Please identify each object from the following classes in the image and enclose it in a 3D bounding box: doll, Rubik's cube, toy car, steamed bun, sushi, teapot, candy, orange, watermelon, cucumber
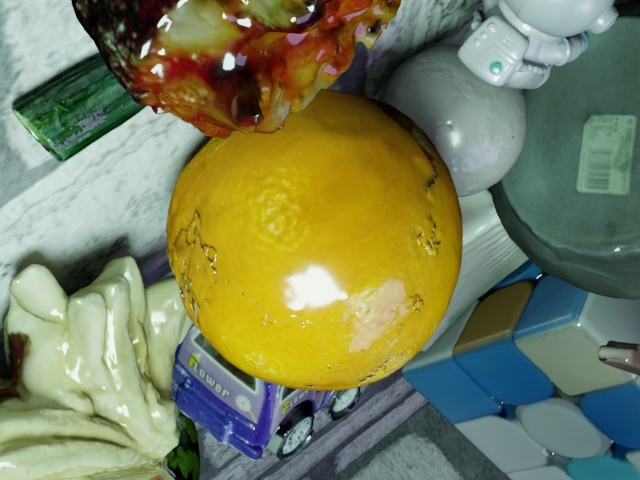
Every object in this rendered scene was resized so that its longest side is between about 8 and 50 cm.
[{"bbox_3d":[0.163,-0.169,1.156,0.151,0.151,0.287,-18,150,-52],"label":"doll"},{"bbox_3d":[0.385,0.133,1.752,0.346,0.347,0.344,-26,-154,50],"label":"Rubik's cube"},{"bbox_3d":[-0.047,0.120,1.444,0.235,0.172,0.158,-30,148,-44],"label":"toy car"},{"bbox_3d":[-0.214,0.124,1.101,0.247,0.189,0.428,-13,169,16],"label":"steamed bun"},{"bbox_3d":[0.019,-0.208,0.648,0.343,0.182,0.196,-43,171,25],"label":"sushi"},{"bbox_3d":[0.368,-0.040,1.386,0.361,0.305,0.376,14,82,-56],"label":"teapot"},{"bbox_3d":[0.128,0.013,1.558,0.208,0.145,0.358,-42,164,6],"label":"candy"},{"bbox_3d":[0.000,0.000,1.047,0.246,0.246,0.246,-36,164,-12],"label":"orange"},{"bbox_3d":[-0.205,0.283,1.577,0.159,0.128,0.303,-32,162,-24],"label":"watermelon"},{"bbox_3d":[-0.143,-0.092,0.835,0.105,0.048,0.048,-35,164,-18],"label":"cucumber"}]

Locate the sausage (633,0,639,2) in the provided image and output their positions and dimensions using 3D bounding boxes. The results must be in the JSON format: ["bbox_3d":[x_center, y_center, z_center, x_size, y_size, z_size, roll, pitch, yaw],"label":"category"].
[{"bbox_3d":[0.440,-0.273,1.505,0.136,0.123,0.501,-15,152,-30],"label":"sausage"}]
